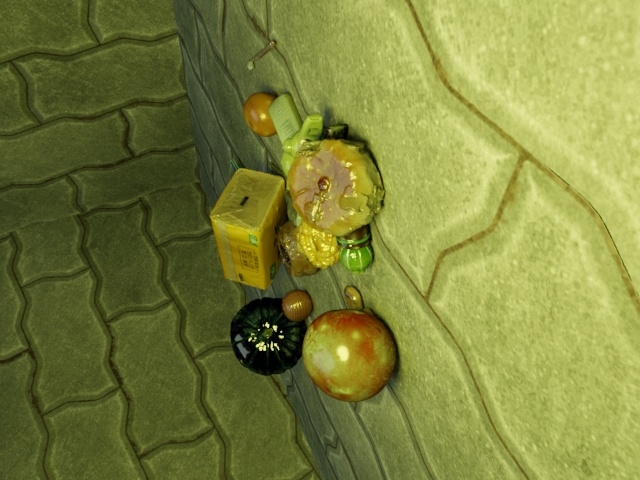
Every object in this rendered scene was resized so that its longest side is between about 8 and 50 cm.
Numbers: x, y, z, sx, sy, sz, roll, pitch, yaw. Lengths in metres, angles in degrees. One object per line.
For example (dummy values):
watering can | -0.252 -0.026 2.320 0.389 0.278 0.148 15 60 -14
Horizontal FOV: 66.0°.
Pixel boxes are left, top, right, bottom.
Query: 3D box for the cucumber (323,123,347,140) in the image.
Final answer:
cucumber | 0.037 -0.207 1.313 0.245 0.067 0.067 91 154 -47

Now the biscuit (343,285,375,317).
biscuit | 0.119 0.256 1.540 0.208 0.047 0.164 91 155 -45

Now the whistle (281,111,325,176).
whistle | -0.036 -0.237 1.363 0.294 0.141 0.141 142 109 -77

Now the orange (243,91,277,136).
orange | -0.188 -0.430 1.672 0.155 0.134 0.155 46 168 13

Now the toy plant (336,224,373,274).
toy plant | 0.092 0.014 1.317 0.093 0.092 0.163 41 148 58

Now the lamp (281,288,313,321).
lamp | -0.098 0.272 2.066 0.136 0.136 0.137 162 90 -72

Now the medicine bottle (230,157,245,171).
medicine bottle | -0.403 -0.350 2.491 0.051 0.051 0.191 91 155 -45

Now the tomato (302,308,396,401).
tomato | 0.073 0.329 1.380 0.269 0.223 0.271 13 132 15

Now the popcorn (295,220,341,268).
popcorn | 0.000 0.000 1.507 0.170 0.180 0.180 -31 74 32

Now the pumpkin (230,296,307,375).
pumpkin | -0.238 0.436 2.282 0.266 0.362 0.364 83 163 -71

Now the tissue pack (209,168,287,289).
tissue pack | -0.261 -0.038 1.924 0.382 0.228 0.294 92 -166 -51

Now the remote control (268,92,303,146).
remote control | -0.092 -0.342 1.545 0.098 0.038 0.234 -33 73 38

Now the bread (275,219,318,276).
bread | -0.085 0.029 1.809 0.230 0.122 0.230 52 152 41

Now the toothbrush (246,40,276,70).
toothbrush | -0.206 -0.628 1.686 0.354 0.024 0.029 20 132 68

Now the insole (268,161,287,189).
insole | -0.155 -0.244 1.926 0.248 0.011 0.081 -132 31 -51

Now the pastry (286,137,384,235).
pastry | 0.025 -0.128 1.193 0.256 0.120 0.236 8 106 33

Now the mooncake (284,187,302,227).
mooncake | -0.074 -0.124 1.702 0.130 0.073 0.125 40 141 56
